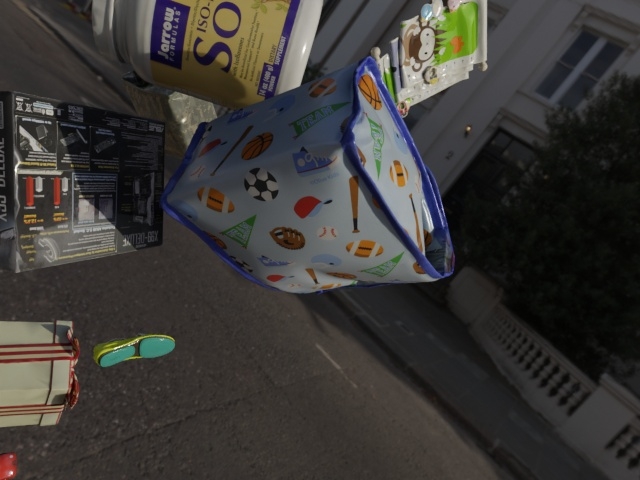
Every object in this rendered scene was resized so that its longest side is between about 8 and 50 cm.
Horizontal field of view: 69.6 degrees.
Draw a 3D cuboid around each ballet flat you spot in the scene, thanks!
[{"bbox_3d":[-0.551,0.310,1.361,0.231,0.077,0.077,-5,26,-43],"label":"ballet flat"}]

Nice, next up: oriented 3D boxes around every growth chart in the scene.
[{"bbox_3d":[0.190,-0.316,0.781,0.021,0.237,0.172,54,-7,49],"label":"growth chart"}]

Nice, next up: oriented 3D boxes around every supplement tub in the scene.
[{"bbox_3d":[-0.183,-0.363,0.795,0.332,0.240,0.241,15,15,-9],"label":"supplement tub"}]

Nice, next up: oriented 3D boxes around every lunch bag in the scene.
[{"bbox_3d":[-0.462,-0.392,1.410,0.287,0.169,0.235,21,-39,29],"label":"lunch bag"},{"bbox_3d":[0.010,-0.049,0.758,0.385,0.328,0.238,50,41,-38],"label":"lunch bag"}]

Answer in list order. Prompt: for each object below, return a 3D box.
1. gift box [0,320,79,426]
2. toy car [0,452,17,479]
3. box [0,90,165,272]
[{"bbox_3d":[-0.826,0.377,1.304,0.258,0.276,0.255,9,47,-35],"label":"gift box"},{"bbox_3d":[-0.754,0.528,0.924,0.239,0.224,0.053,4,-25,17],"label":"toy car"},{"bbox_3d":[-0.382,-0.094,0.754,0.077,0.242,0.307,7,10,19],"label":"box"}]
